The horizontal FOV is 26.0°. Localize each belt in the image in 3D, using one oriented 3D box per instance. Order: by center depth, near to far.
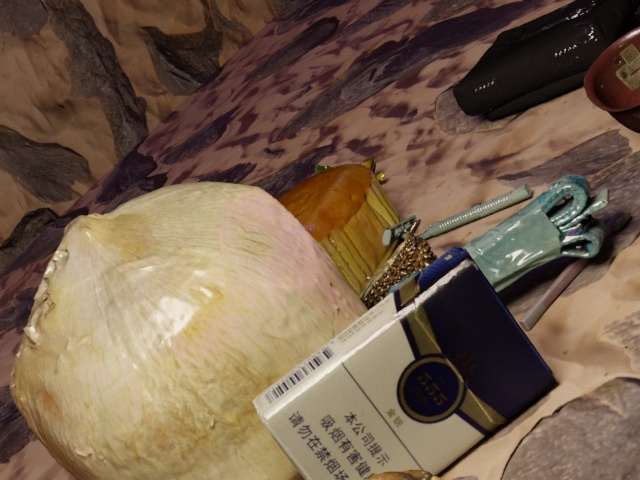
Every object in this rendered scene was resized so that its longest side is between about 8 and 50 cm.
[{"bbox_3d":[0.194,0.030,1.554,0.302,0.087,0.072,-33,2,21],"label":"belt"}]

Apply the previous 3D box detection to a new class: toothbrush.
[{"bbox_3d":[0.282,0.030,1.529,0.194,0.014,0.017,-44,19,-22],"label":"toothbrush"}]

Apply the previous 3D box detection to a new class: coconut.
[{"bbox_3d":[-0.161,0.114,1.557,0.405,0.404,0.404,-32,19,12],"label":"coconut"}]

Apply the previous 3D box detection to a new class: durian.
[{"bbox_3d":[0.105,0.044,1.707,0.140,0.071,0.110,-58,3,6],"label":"durian"}]

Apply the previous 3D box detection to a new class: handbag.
[{"bbox_3d":[0.349,-0.289,2.073,0.275,0.088,0.244,-25,19,39],"label":"handbag"}]

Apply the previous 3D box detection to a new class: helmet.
[{"bbox_3d":[0.412,-0.180,1.667,0.155,0.106,0.175,-35,24,12],"label":"helmet"}]

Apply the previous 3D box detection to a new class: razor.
[{"bbox_3d":[0.186,-0.032,1.827,0.211,0.036,0.084,-16,7,34],"label":"razor"}]

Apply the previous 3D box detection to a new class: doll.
[{"bbox_3d":[0.050,-0.082,2.163,0.113,0.076,0.078,-1,56,11],"label":"doll"}]

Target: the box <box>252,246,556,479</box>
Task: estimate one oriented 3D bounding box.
[{"bbox_3d":[0.084,0.147,1.356,0.259,0.168,0.071,-38,17,-2],"label":"box"}]

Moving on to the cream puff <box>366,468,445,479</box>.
[{"bbox_3d":[0.065,0.274,1.145,0.189,0.129,0.189,-41,14,12],"label":"cream puff"}]

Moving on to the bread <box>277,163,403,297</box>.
[{"bbox_3d":[0.000,0.000,1.914,0.179,0.133,0.250,-9,33,46],"label":"bread"}]
